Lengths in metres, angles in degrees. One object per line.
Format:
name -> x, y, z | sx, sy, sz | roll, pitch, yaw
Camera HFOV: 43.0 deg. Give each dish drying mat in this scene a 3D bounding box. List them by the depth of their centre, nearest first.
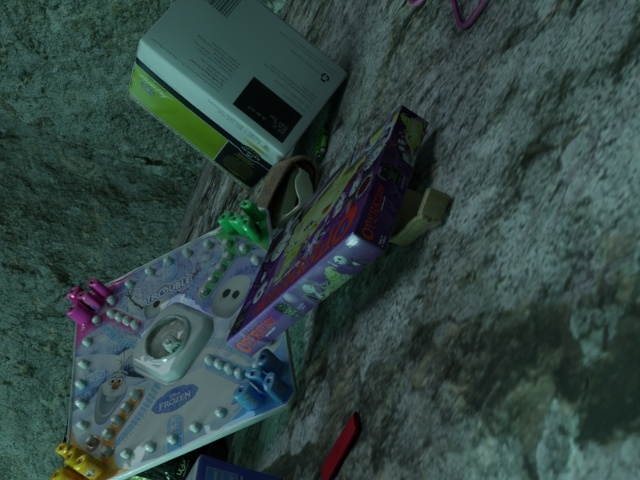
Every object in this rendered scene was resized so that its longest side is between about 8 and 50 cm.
dish drying mat -> 0.021, 0.223, 0.867 | 0.032, 0.008, 0.083 | -99, 32, -65

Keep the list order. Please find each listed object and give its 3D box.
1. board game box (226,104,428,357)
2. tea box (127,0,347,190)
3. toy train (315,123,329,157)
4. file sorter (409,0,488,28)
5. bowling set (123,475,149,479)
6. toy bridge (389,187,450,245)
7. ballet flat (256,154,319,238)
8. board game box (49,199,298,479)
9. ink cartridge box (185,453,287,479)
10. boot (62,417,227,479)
board game box -> 0.000, 0.000, 1.020 | 0.347, 0.056, 0.208 | -42, 24, 50
tea box -> -0.176, -0.303, 1.598 | 0.220, 0.329, 0.323 | -55, 10, -18
toy train -> 0.004, -0.183, 1.489 | 0.023, 0.017, 0.083 | -44, 27, 37
file sorter -> 0.089, -0.407, 0.942 | 0.182, 0.290, 0.202 | -90, 25, -48
bowling set -> -0.361, 0.449, 1.671 | 0.200, 0.154, 0.287 | -86, 22, -50
toy bridge -> 0.093, -0.027, 0.916 | 0.188, 0.026, 0.063 | -165, 96, -77
ballet flat -> -0.069, -0.021, 1.372 | 0.106, 0.107, 0.316 | -24, 45, 45
board game box -> -0.238, 0.149, 1.249 | 0.389, 0.050, 0.390 | -26, 45, 14
ink cartridge box -> -0.120, 0.416, 0.828 | 0.270, 0.151, 0.395 | -88, 22, -53
boot -> -0.319, 0.341, 1.444 | 0.348, 0.260, 0.131 | 165, 124, -72
